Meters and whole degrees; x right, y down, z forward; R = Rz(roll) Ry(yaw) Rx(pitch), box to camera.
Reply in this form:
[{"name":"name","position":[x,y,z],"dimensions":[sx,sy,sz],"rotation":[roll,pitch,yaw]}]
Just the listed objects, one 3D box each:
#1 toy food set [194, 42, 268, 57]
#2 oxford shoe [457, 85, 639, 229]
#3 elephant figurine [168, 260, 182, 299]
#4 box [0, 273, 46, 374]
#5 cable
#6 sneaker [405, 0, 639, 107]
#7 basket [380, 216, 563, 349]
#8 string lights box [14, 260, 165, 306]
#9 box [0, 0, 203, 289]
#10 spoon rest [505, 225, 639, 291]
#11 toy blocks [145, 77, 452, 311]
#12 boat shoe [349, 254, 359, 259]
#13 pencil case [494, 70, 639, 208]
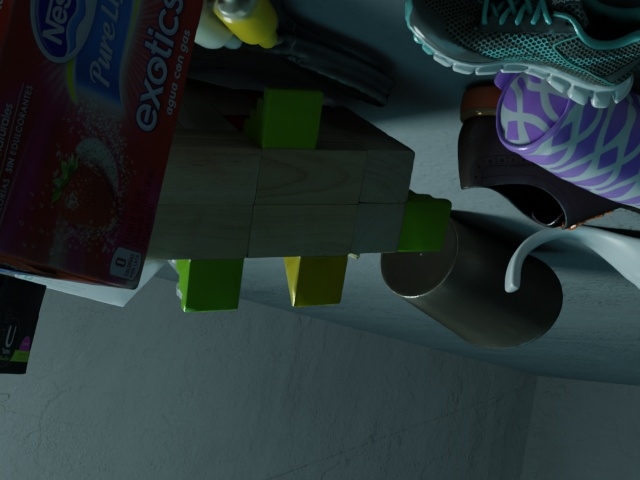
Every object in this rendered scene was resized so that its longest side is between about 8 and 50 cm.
[{"name":"toy food set","position":[-0.107,-0.174,0.804],"dimensions":[0.122,0.019,0.078],"rotation":[11,170,7]},{"name":"oxford shoe","position":[0.231,-0.050,0.863],"dimensions":[0.271,0.098,0.097],"rotation":[17,169,-24]},{"name":"elephant figurine","position":[-0.245,-0.037,1.415],"dimensions":[0.239,0.186,0.169],"rotation":[37,134,3]},{"name":"box","position":[-0.198,0.037,0.501],"dimensions":[0.083,0.052,0.062],"rotation":[11,173,3]},{"name":"cable","position":[-0.051,-0.149,0.729],"dimensions":[0.139,0.072,0.287],"rotation":[13,172,30]},{"name":"sneaker","position":[0.139,-0.142,0.615],"dimensions":[0.166,0.065,0.076],"rotation":[11,154,-10]},{"name":"basket","position":[0.202,0.053,1.359],"dimensions":[0.204,0.154,0.227],"rotation":[2,163,41]},{"name":"string lights box","position":[-0.267,-0.065,0.989],"dimensions":[0.077,0.259,0.133],"rotation":[-43,142,21]},{"name":"box","position":[-0.157,-0.110,0.531],"dimensions":[0.128,0.257,0.122],"rotation":[5,169,37]},{"name":"spoon rest","position":[0.375,0.021,1.214],"dimensions":[0.276,0.084,0.137],"rotation":[-2,171,2]},{"name":"toy blocks","position":[-0.106,-0.078,0.879],"dimensions":[0.381,0.190,0.261],"rotation":[-1,-157,-26]},{"name":"boat shoe","position":[0.001,0.001,1.580],"dimensions":[0.153,0.048,0.056],"rotation":[7,169,29]},{"name":"pencil case","position":[0.226,-0.080,0.751],"dimensions":[0.206,0.086,0.088],"rotation":[20,-161,-32]}]
